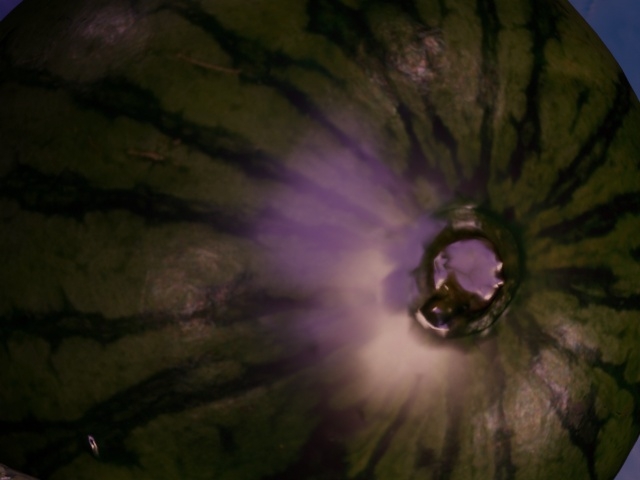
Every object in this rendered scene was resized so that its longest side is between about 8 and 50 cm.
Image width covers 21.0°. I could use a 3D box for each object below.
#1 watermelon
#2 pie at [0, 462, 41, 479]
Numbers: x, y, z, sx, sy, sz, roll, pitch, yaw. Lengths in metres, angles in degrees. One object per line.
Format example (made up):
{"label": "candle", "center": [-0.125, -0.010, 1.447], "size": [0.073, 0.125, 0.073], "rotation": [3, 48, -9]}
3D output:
{"label": "watermelon", "center": [0.000, 0.000, 0.680], "size": [0.330, 0.189, 0.331], "rotation": [4, 74, -16]}
{"label": "pie", "center": [-0.130, 0.168, 0.649], "size": [0.186, 0.041, 0.187], "rotation": [4, 102, 17]}
